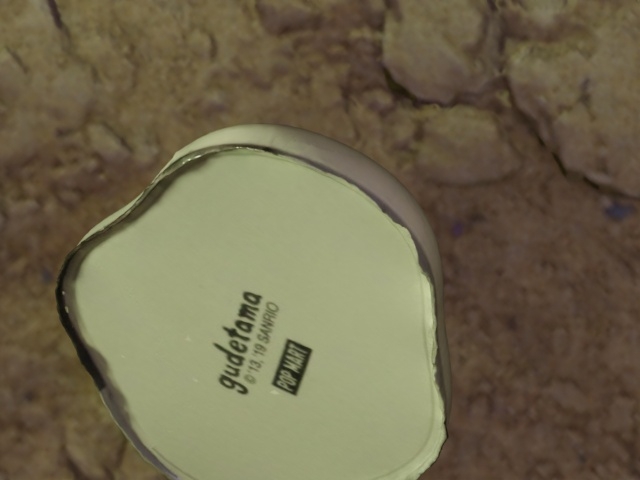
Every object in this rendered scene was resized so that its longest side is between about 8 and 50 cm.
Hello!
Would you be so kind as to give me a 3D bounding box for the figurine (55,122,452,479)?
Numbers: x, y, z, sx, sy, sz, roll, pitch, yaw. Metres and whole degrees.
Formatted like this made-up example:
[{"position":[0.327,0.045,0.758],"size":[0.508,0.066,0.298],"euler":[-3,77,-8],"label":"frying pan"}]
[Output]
[{"position":[0.000,0.000,0.758],"size":[0.166,0.250,0.141],"euler":[32,54,-3],"label":"figurine"}]
